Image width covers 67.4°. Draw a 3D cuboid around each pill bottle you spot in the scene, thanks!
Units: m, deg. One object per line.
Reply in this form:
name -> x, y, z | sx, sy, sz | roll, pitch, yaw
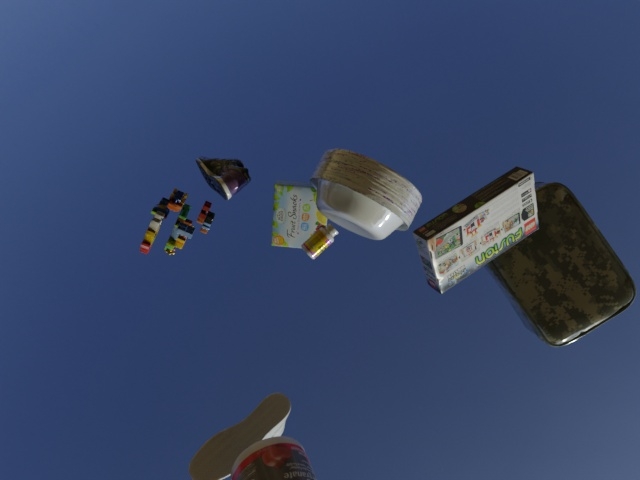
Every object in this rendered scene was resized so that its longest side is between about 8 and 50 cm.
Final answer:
pill bottle -> -0.064, 0.576, 0.966 | 0.176, 0.176, 0.318 | -36, -144, -2
pill bottle -> 0.000, 0.000, 1.072 | 0.083, 0.043, 0.043 | -43, -112, 1

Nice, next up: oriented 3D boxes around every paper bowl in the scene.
paper bowl -> 0.104, -0.103, 1.231 | 0.284, 0.284, 0.148 | 24, -96, 18

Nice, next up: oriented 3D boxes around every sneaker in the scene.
sneaker -> -0.198, 0.536, 1.246 | 0.292, 0.169, 0.108 | -31, -120, -29
sneaker -> -0.325, -0.232, 1.637 | 0.124, 0.107, 0.283 | -34, -138, -15

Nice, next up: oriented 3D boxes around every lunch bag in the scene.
lunch bag -> 0.446, 0.030, 1.001 | 0.212, 0.256, 0.305 | -36, -90, 7

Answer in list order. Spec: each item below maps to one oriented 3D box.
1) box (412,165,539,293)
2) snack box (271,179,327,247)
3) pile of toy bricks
box -> 0.248, -0.016, 0.751 | 0.207, 0.114, 0.036 | -31, -145, -12
snack box -> -0.064, -0.081, 1.530 | 0.175, 0.070, 0.207 | 6, -71, 0
pile of toy bricks -> -0.298, -0.020, 0.991 | 0.118, 0.212, 0.105 | 24, -68, -14
